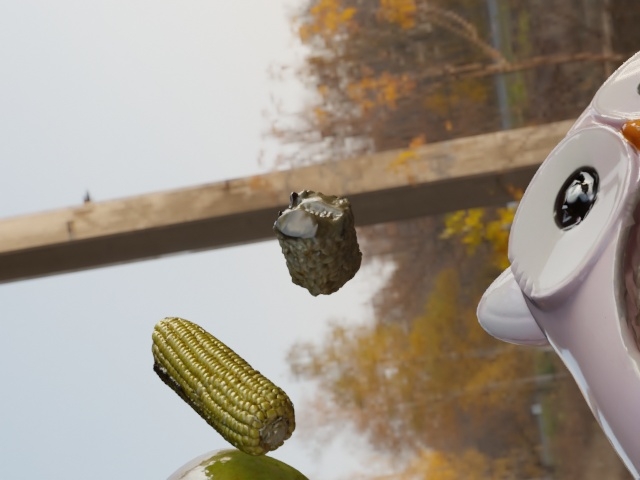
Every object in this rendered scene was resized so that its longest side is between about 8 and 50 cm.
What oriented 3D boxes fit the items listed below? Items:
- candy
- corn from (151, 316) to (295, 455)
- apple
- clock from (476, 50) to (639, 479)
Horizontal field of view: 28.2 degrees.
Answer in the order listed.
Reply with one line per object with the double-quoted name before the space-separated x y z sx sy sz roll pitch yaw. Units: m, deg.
"candy" 0.000 0.000 1.394 0.095 0.085 0.110 -44 -43 -37
"corn" -0.100 0.138 1.239 0.203 0.072 0.072 35 152 41
"apple" -0.083 0.299 1.265 0.196 0.196 0.196 -9 -90 -83
"clock" 0.296 0.036 0.710 0.376 0.368 0.250 34 174 47
